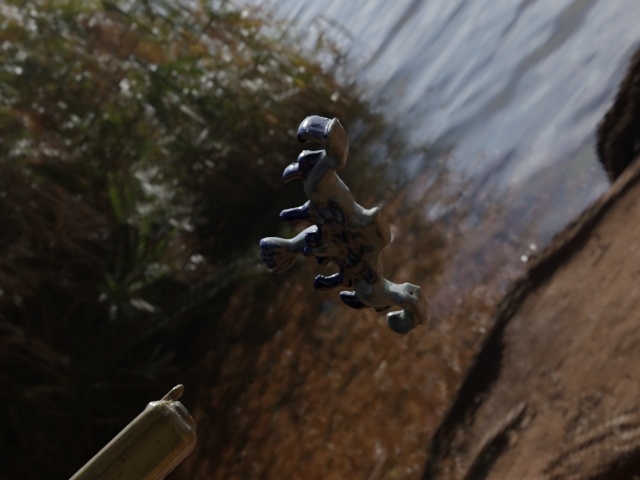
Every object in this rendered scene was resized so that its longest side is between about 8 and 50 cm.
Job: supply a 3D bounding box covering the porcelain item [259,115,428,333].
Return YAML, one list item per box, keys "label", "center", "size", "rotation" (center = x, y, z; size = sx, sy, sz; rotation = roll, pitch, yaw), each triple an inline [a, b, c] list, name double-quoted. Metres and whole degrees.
- label: "porcelain item"
  center: [0.000, 0.000, 0.670]
  size: [0.075, 0.136, 0.021]
  rotation: [-15, 30, 23]

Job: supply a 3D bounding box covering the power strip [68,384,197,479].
- label: "power strip"
  center: [-0.186, 0.208, 0.784]
  size: [0.305, 0.044, 0.064]
  rotation: [-43, -8, -14]
